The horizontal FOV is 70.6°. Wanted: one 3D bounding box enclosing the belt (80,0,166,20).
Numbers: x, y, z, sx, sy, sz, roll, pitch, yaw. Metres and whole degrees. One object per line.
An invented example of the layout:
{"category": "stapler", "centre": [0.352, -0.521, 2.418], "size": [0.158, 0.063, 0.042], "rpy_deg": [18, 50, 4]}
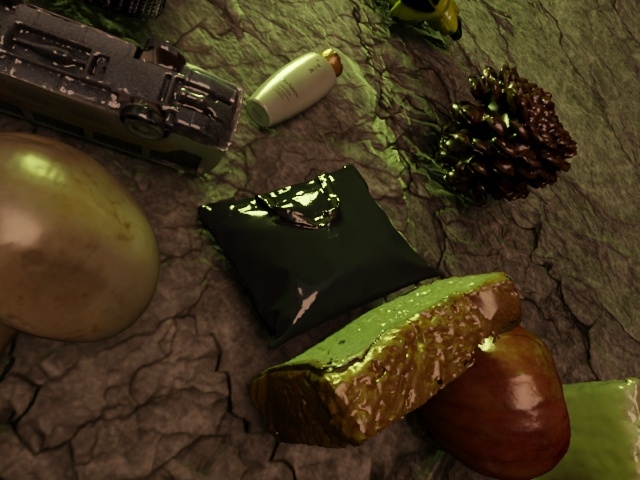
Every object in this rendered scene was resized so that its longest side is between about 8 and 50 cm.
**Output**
{"category": "belt", "centre": [-0.314, -0.356, 0.484], "size": [0.325, 0.122, 0.260], "rpy_deg": [27, 26, -6]}

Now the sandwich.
{"category": "sandwich", "centre": [0.062, 0.123, 0.496], "size": [0.251, 0.226, 0.087], "rpy_deg": [-21, 79, -33]}

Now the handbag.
{"category": "handbag", "centre": [0.000, 0.000, 0.574], "size": [0.254, 0.088, 0.211], "rpy_deg": [-19, 62, -29]}

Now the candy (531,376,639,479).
{"category": "candy", "centre": [0.395, 0.356, 0.617], "size": [0.135, 0.179, 0.320], "rpy_deg": [16, 66, -24]}

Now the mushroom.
{"category": "mushroom", "centre": [-0.252, 0.013, 0.417], "size": [0.206, 0.209, 0.206], "rpy_deg": [27, 31, -18]}

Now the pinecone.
{"category": "pinecone", "centre": [0.287, -0.160, 0.738], "size": [0.222, 0.221, 0.221], "rpy_deg": [10, 68, -25]}

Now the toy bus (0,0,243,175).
{"category": "toy bus", "centre": [-0.263, -0.167, 0.481], "size": [0.343, 0.138, 0.097], "rpy_deg": [17, 71, -21]}

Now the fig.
{"category": "fig", "centre": [0.209, 0.205, 0.580], "size": [0.205, 0.205, 0.205], "rpy_deg": [10, 68, -25]}

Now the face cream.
{"category": "face cream", "centre": [-0.034, -0.231, 0.677], "size": [0.072, 0.051, 0.182], "rpy_deg": [46, 57, -2]}

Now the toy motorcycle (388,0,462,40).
{"category": "toy motorcycle", "centre": [0.150, -0.519, 0.832], "size": [0.342, 0.142, 0.206], "rpy_deg": [57, 19, 2]}
